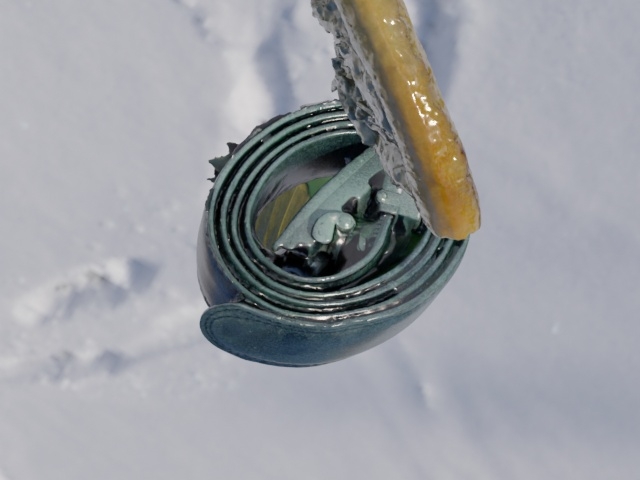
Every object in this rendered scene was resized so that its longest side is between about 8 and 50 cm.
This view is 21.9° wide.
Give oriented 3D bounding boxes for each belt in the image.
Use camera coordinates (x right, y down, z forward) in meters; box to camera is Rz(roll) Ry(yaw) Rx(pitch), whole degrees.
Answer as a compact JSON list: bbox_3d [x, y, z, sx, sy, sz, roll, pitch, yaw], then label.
[{"bbox_3d":[0.000,0.000,1.419,0.206,0.267,0.116,51,155,13],"label":"belt"}]

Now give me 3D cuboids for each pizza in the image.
[{"bbox_3d":[0.013,-0.104,0.808,0.262,0.034,0.181,-122,7,-73],"label":"pizza"}]

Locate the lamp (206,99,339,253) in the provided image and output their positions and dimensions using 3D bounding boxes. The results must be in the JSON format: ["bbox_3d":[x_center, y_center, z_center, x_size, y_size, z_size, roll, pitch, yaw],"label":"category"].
[{"bbox_3d":[0.003,-0.046,1.897,0.284,0.250,0.250,20,154,15],"label":"lamp"}]
